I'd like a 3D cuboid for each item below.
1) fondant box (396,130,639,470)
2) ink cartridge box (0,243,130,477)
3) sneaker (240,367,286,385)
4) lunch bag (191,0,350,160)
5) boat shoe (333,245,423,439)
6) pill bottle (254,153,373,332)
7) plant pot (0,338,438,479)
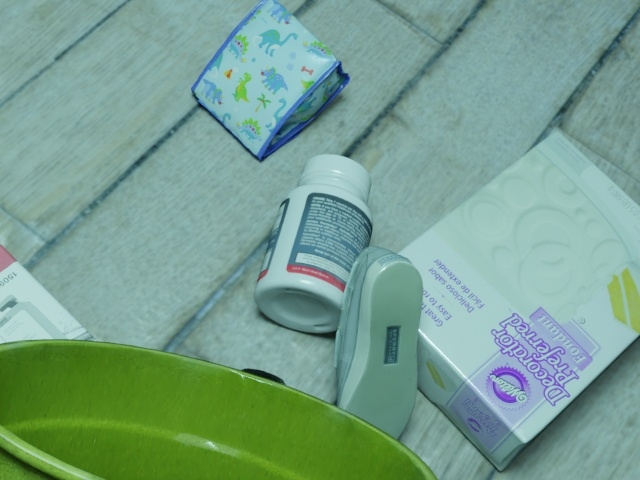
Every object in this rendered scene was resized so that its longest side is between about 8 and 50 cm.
[{"bbox_3d":[0.235,0.057,1.220,0.330,0.096,0.238,-37,73,-26],"label":"fondant box"},{"bbox_3d":[-0.311,0.152,1.035,0.283,0.117,0.207,42,61,12],"label":"ink cartridge box"},{"bbox_3d":[0.016,0.263,1.006,0.330,0.122,0.146,32,96,38],"label":"sneaker"},{"bbox_3d":[-0.062,-0.189,1.300,0.151,0.096,0.129,-46,76,1],"label":"lunch bag"},{"bbox_3d":[0.054,0.114,1.116,0.079,0.228,0.081,1,19,-21],"label":"boat shoe"},{"bbox_3d":[0.000,0.000,1.194,0.107,0.108,0.180,17,59,-2],"label":"pill bottle"},{"bbox_3d":[-0.133,0.301,0.831,0.366,0.366,0.353,16,97,-3],"label":"plant pot"}]
